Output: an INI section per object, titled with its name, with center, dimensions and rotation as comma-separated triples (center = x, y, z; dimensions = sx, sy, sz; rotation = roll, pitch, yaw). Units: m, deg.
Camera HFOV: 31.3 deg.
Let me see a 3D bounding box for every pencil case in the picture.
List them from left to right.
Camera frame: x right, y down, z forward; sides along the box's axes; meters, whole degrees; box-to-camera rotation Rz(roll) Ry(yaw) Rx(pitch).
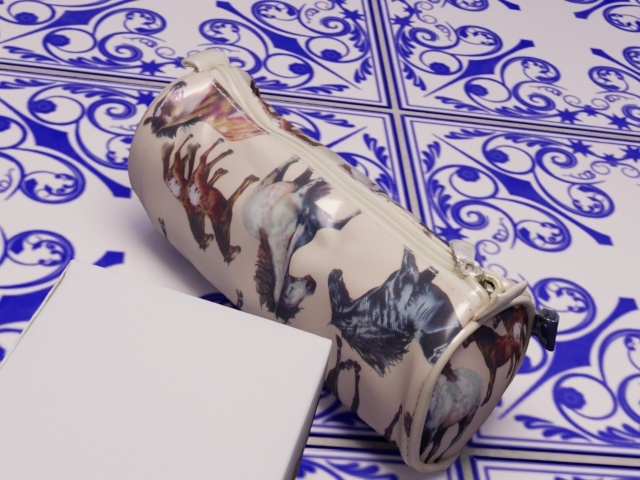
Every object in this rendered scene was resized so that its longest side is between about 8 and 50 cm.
[pencil case]
center = 0.000, 0.000, 0.972
dimensions = 0.160, 0.183, 0.410
rotation = -7, 40, -48

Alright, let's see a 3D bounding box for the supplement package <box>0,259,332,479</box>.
[supplement package]
center = -0.129, 0.168, 0.764
dimensions = 0.204, 0.145, 0.262
rotation = 17, 40, 5
